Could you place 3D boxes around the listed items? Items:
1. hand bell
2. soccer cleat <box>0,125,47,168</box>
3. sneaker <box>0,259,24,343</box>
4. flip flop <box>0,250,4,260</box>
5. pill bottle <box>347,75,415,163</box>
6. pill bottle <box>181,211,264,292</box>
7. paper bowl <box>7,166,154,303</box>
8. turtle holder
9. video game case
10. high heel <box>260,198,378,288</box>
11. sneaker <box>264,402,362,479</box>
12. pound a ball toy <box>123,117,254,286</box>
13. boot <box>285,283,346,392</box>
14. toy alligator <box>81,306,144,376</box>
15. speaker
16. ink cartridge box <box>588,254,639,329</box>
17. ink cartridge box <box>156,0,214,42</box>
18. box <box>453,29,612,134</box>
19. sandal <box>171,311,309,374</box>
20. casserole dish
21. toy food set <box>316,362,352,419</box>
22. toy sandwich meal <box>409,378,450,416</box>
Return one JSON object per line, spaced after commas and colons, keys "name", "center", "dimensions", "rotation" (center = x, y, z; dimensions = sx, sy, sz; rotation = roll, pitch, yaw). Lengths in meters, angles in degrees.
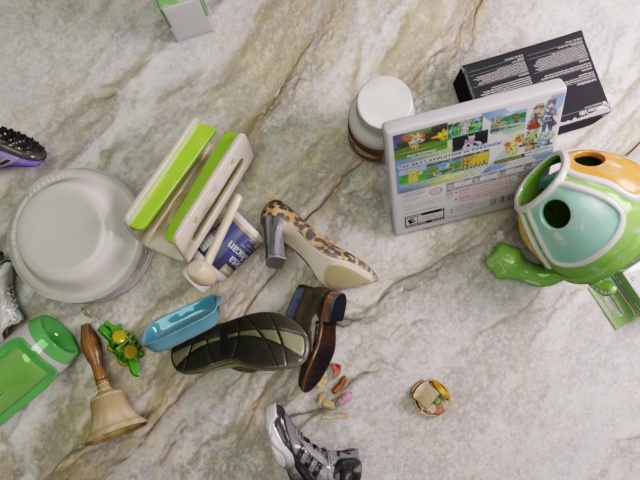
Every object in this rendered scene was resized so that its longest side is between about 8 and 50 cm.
{"name": "hand bell", "center": [-0.453, 0.284, 1.247], "dimensions": [0.126, 0.126, 0.241], "rotation": [-23, 72, -1]}
{"name": "soccer cleat", "center": [-0.747, -0.195, 1.297], "dimensions": [0.319, 0.108, 0.116], "rotation": [15, 107, 0]}
{"name": "sneaker", "center": [-0.665, 0.137, 1.276], "dimensions": [0.083, 0.071, 0.190], "rotation": [14, 92, -6]}
{"name": "flip flop", "center": [-0.778, 0.094, 1.255], "dimensions": [0.277, 0.112, 0.080], "rotation": [-28, 80, 3]}
{"name": "pill bottle", "center": [0.120, -0.239, 1.201], "dimensions": [0.131, 0.229, 0.131], "rotation": [0, 84, 2]}
{"name": "pill bottle", "center": [-0.206, 0.026, 1.253], "dimensions": [0.094, 0.094, 0.169], "rotation": [44, 88, 5]}
{"name": "paper bowl", "center": [-0.498, -0.012, 1.240], "dimensions": [0.285, 0.148, 0.283], "rotation": [0, 84, 2]}
{"name": "turtle holder", "center": [0.489, -0.044, 1.174], "dimensions": [0.228, 0.320, 0.243], "rotation": [31, 65, -10]}
{"name": "video game case", "center": [0.291, -0.150, 1.171], "dimensions": [0.329, 0.299, 0.036], "rotation": [-14, 52, 1]}
{"name": "high heel", "center": [0.000, 0.000, 1.271], "dimensions": [0.262, 0.093, 0.186], "rotation": [15, 42, -23]}
{"name": "sneaker", "center": [-0.004, 0.430, 1.211], "dimensions": [0.153, 0.101, 0.268], "rotation": [-25, 90, -1]}
{"name": "pound a ball toy", "center": [-0.230, -0.065, 1.202], "dimensions": [0.208, 0.135, 0.319], "rotation": [20, 67, 16]}
{"name": "boot", "center": [-0.026, 0.197, 1.253], "dimensions": [0.106, 0.082, 0.219], "rotation": [19, 90, 32]}
{"name": "toy alligator", "center": [-0.425, 0.202, 1.268], "dimensions": [0.189, 0.056, 0.051], "rotation": [50, 46, 6]}
{"name": "speaker", "center": [-0.647, 0.287, 1.227], "dimensions": [0.297, 0.131, 0.131], "rotation": [-40, 85, -2]}
{"name": "ink cartridge box", "center": [0.679, 0.086, 1.239], "dimensions": [0.209, 0.062, 0.108], "rotation": [-32, 85, -1]}
{"name": "ink cartridge box", "center": [-0.314, -0.563, 1.278], "dimensions": [0.093, 0.160, 0.219], "rotation": [-19, 85, -2]}
{"name": "box", "center": [0.437, -0.301, 1.263], "dimensions": [0.262, 0.103, 0.184], "rotation": [-16, 81, 0]}
{"name": "sandal", "center": [-0.161, 0.220, 1.238], "dimensions": [0.303, 0.086, 0.120], "rotation": [-7, 60, 20]}
{"name": "casserole dish", "center": [-0.281, 0.174, 1.240], "dimensions": [0.189, 0.114, 0.036], "rotation": [-25, 109, -2]}
{"name": "toy food set", "center": [0.027, 0.310, 1.260], "dimensions": [0.078, 0.019, 0.122], "rotation": [-3, 76, 2]}
{"name": "toy sandwich meal", "center": [0.229, 0.325, 1.246], "dimensions": [0.086, 0.029, 0.085], "rotation": [0, 85, 2]}
